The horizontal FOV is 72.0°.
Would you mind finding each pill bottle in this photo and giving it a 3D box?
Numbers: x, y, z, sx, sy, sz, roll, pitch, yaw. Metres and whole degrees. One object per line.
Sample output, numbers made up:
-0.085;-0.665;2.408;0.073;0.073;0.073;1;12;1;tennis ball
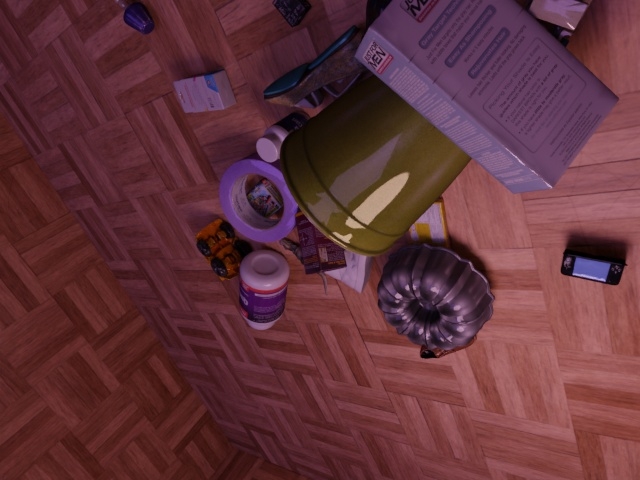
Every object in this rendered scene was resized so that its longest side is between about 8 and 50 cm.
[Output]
-0.220;0.200;1.684;0.181;0.181;0.323;28;136;17;pill bottle
-0.097;-0.280;1.202;0.094;0.169;0.094;21;134;24;pill bottle

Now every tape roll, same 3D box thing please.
-0.180;-0.135;1.397;0.275;0.090;0.274;9;118;18;tape roll

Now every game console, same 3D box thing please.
0.614;0.065;0.998;0.122;0.071;0.107;14;130;30;game console

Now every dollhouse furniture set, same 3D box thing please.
0.366;-0.371;0.750;0.129;0.183;0.129;30;136;17;dollhouse furniture set

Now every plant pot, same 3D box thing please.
0.162;-0.208;0.959;0.366;0.366;0.353;48;127;-5;plant pot

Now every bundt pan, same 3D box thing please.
0.298;0.176;1.222;0.331;0.124;0.330;22;135;23;bundt pan

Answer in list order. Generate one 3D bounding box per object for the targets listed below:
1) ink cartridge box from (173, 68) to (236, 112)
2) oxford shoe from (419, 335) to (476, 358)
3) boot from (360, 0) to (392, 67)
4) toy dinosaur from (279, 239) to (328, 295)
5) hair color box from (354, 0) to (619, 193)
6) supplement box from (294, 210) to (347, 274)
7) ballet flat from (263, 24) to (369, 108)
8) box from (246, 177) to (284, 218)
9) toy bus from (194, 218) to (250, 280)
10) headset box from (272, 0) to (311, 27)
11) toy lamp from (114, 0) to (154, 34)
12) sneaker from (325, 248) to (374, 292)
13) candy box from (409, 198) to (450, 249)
-0.355;-0.453;1.346;0.181;0.061;0.104;7;126;34;ink cartridge box
0.399;0.336;1.389;0.076;0.076;0.212;49;137;-2;oxford shoe
0.149;-0.469;0.938;0.082;0.106;0.219;26;108;25;boot
-0.043;0.055;1.490;0.268;0.064;0.118;46;146;31;toy dinosaur
0.262;-0.266;0.714;0.374;0.185;0.113;38;177;-7;hair color box
0.000;0.000;1.313;0.081;0.104;0.188;-16;83;51;supplement box
-0.006;-0.394;1.090;0.349;0.123;0.123;-15;113;44;ballet flat
-0.213;-0.122;1.524;0.114;0.036;0.207;50;138;-6;box
-0.398;0.048;1.750;0.220;0.149;0.211;53;154;-7;toy bus
-0.072;-0.566;1.052;0.083;0.032;0.062;50;138;-5;headset box
-0.607;-0.727;1.310;0.275;0.080;0.080;44;139;-1;toy lamp
0.080;0.033;1.367;0.169;0.108;0.292;24;136;17;sneaker
0.298;-0.021;1.211;0.105;0.027;0.205;4;126;33;candy box
